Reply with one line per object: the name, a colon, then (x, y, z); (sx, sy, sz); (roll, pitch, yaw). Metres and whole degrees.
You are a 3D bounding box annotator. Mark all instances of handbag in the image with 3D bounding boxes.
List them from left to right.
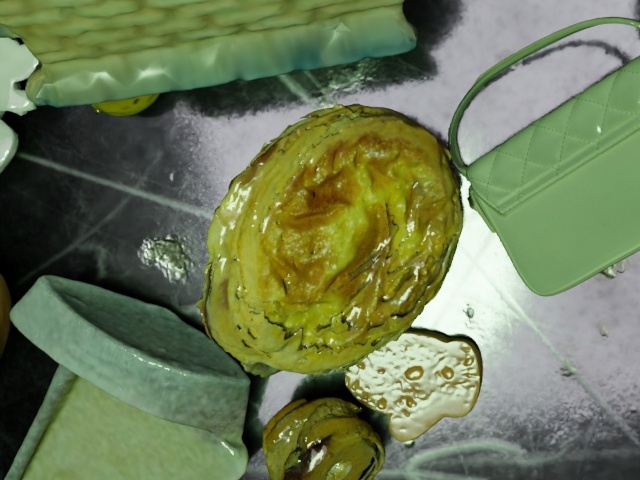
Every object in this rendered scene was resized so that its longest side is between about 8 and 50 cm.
handbag: (0.245, -0.087, 0.936); (0.256, 0.079, 0.219); (-34, 87, 34)

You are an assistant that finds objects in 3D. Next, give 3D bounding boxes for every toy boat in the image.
toy boat: (-0.205, 0.192, 1.070); (0.276, 0.111, 0.293); (12, 111, 7)

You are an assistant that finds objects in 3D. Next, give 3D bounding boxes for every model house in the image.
model house: (-0.141, -0.337, 0.852); (0.395, 0.400, 0.445); (-13, 77, 0)

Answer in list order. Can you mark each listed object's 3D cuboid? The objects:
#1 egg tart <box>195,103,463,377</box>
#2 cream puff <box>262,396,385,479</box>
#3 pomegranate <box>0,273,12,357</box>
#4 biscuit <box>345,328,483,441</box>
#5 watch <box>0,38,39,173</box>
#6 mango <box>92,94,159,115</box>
egg tart: (0.000, 0.000, 0.973); (0.297, 0.132, 0.297); (-15, 119, -28)
cream puff: (-0.004, 0.217, 1.027); (0.104, 0.119, 0.133); (48, 131, 38)
pomegranate: (-0.429, 0.088, 1.037); (0.209, 0.209, 0.209); (1, 96, 9)
biscuit: (0.095, 0.150, 1.046); (0.140, 0.023, 0.118); (11, 98, 8)
watch: (-0.401, -0.170, 0.992); (0.196, 0.231, 0.244); (17, 95, 5)
mango: (-0.206, -0.208, 1.034); (0.103, 0.076, 0.161); (-1, 92, 14)
